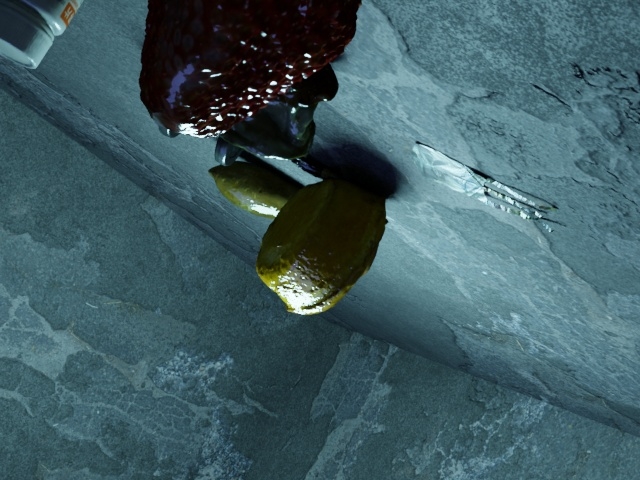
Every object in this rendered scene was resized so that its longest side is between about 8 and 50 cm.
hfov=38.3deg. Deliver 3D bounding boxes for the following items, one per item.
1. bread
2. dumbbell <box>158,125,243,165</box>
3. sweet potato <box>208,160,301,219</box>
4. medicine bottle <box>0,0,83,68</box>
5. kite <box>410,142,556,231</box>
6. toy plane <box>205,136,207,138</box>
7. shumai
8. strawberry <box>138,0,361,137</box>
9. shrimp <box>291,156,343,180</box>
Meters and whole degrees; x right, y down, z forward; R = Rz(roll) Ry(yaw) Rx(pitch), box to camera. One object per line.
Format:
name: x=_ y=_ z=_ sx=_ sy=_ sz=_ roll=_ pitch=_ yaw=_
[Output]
bread: x=-0.002 y=0.001 z=2.171 sx=0.204 sy=0.337 sz=0.358 roll=40 pitch=159 yaw=-15
dumbbell: x=-0.256 y=-0.268 z=2.086 sx=0.325 sy=0.143 sz=0.143 roll=27 pitch=168 yaw=8
sweet potato: x=-0.105 y=-0.107 z=2.483 sx=0.423 sy=0.130 sz=0.130 roll=23 pitch=170 yaw=-11
medicine bottle: x=-0.505 y=-0.446 z=1.656 sx=0.144 sy=0.252 sz=0.144 roll=27 pitch=166 yaw=7
kite: x=0.308 y=-0.104 z=1.771 sx=0.310 sy=0.015 sz=0.169 roll=25 pitch=167 yaw=23
toy plane: x=-0.300 y=-0.315 z=2.201 sx=0.145 sy=0.060 sz=0.037 roll=52 pitch=160 yaw=-24
shumai: x=-0.089 y=-0.289 z=1.671 sx=0.272 sy=0.222 sz=0.203 roll=39 pitch=130 yaw=28
strawberry: x=-0.103 y=-0.290 z=1.144 sx=0.267 sy=0.351 sz=0.312 roll=36 pitch=175 yaw=7
shrimp: x=-0.018 y=-0.168 z=2.212 sx=0.161 sy=0.034 sz=0.091 roll=30 pitch=168 yaw=-13
